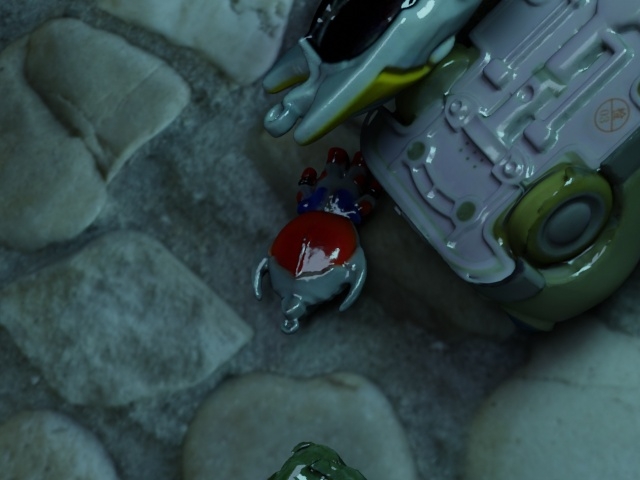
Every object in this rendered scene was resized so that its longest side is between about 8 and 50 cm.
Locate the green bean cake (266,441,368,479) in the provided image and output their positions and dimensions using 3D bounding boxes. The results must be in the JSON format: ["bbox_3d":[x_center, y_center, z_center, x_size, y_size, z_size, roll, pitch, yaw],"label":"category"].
[{"bbox_3d":[0.000,0.275,1.043,0.173,0.094,0.181,39,80,28],"label":"green bean cake"}]

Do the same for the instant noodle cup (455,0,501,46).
[{"bbox_3d":[0.104,-0.264,1.211,0.207,0.217,0.217,-36,61,4],"label":"instant noodle cup"}]

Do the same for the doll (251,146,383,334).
[{"bbox_3d":[-0.001,0.000,1.194,0.104,0.062,0.194,18,62,4],"label":"doll"}]

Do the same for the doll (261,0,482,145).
[{"bbox_3d":[0.071,-0.197,1.064,0.316,0.103,0.145,-45,51,8],"label":"doll"}]

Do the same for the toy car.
[{"bbox_3d":[0.236,-0.101,1.108,0.336,0.226,0.242,-47,47,11],"label":"toy car"}]
